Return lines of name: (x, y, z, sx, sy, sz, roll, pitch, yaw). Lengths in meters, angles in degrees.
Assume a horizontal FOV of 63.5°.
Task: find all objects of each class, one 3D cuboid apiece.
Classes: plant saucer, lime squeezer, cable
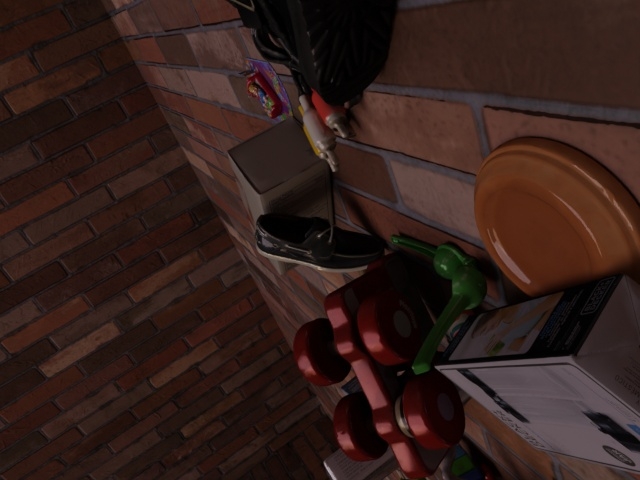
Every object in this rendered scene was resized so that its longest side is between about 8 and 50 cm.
plant saucer: (0.220, -0.003, 0.504, 0.200, 0.037, 0.200, 51, 163, 22)
lime squeezer: (0.163, 0.056, 0.698, 0.059, 0.110, 0.310, 46, -159, -21)
cable: (-0.034, -0.241, 0.755, 0.287, 0.072, 0.139, 54, 159, 14)

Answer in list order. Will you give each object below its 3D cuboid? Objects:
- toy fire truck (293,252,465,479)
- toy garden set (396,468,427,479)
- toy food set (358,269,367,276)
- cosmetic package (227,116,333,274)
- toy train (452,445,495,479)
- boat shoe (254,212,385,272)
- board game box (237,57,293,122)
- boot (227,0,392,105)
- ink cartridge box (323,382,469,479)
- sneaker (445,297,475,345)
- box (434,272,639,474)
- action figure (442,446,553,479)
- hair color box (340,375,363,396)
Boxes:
toy fire truck: (0.124, 0.182, 0.796, 0.169, 0.254, 0.302, -30, 86, 38)
toy garden set: (0.199, 0.575, 1.298, 0.244, 0.049, 0.203, 53, 164, 11)
toy food set: (0.073, 0.031, 1.050, 0.122, 0.019, 0.077, -121, 11, -55)
cosmetic package: (-0.069, -0.078, 1.037, 0.129, 0.153, 0.296, 52, 163, 27)
toy train: (0.323, 0.538, 1.168, 0.248, 0.105, 0.143, 64, 178, -40)
boat shoe: (0.000, 0.000, 0.910, 0.079, 0.233, 0.084, 96, -177, -46)
board game box: (-0.111, -0.277, 0.996, 0.169, 0.033, 0.133, 37, 155, 53)
boot: (-0.045, -0.320, 0.516, 0.260, 0.131, 0.348, 52, 165, 18)
ink cartridge box: (0.147, 0.369, 0.970, 0.066, 0.296, 0.261, 51, 163, 27)
sneaker: (0.219, 0.142, 0.788, 0.161, 0.057, 0.075, 64, -167, -53)
box: (0.251, 0.142, 0.519, 0.169, 0.087, 0.290, 39, 164, 2)
action figure: (0.284, 0.554, 0.953, 0.342, 0.178, 0.329, -2, 110, 28)
hair color box: (0.193, 0.484, 1.420, 0.173, 0.105, 0.347, 58, 165, -9)
